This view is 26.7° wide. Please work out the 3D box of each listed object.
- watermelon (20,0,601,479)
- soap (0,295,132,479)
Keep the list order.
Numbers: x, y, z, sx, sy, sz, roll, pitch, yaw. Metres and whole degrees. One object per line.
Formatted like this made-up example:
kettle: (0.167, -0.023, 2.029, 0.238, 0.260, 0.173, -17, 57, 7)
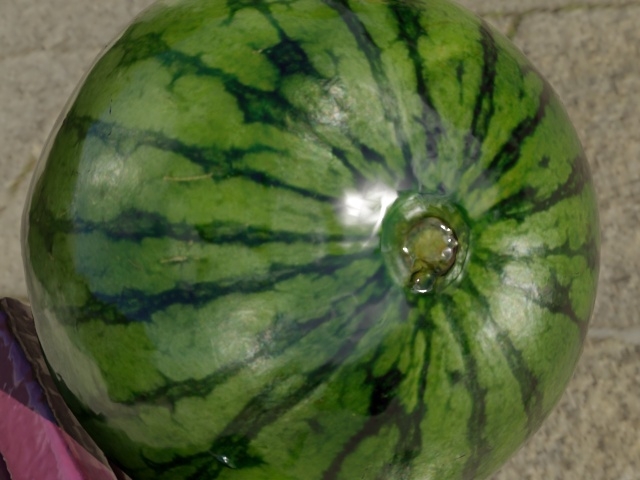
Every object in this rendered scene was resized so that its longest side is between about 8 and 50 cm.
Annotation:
watermelon: (0.000, 0.000, 0.704, 0.331, 0.331, 0.189, -40, -3, -14)
soap: (-0.168, 0.220, 0.809, 0.233, 0.128, 0.359, -56, 36, 10)
